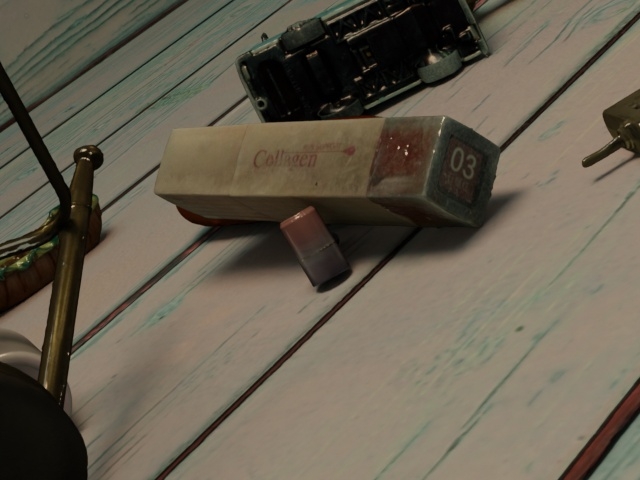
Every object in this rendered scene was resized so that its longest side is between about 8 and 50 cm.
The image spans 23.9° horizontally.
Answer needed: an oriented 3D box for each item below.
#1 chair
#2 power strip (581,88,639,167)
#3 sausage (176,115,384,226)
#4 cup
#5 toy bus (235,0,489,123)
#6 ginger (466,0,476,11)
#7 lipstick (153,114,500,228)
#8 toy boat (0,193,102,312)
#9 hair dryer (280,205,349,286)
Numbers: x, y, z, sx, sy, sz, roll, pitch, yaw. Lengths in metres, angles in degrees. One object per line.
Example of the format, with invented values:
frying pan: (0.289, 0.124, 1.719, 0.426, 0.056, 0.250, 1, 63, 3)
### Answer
chair: (-0.354, 0.032, 1.125, 0.362, 0.364, 0.410, -17, 54, 0)
power strip: (0.320, -0.129, 1.200, 0.268, 0.034, 0.092, -31, 17, -3)
sausage: (-0.039, -0.071, 1.539, 0.348, 0.094, 0.097, -8, 32, 51)
cup: (-0.283, 0.153, 1.338, 0.099, 0.136, 0.133, 9, 2, -23)
toy bus: (0.048, -0.226, 1.780, 0.271, 0.133, 0.165, -25, 12, 9)
ginger: (0.187, -0.313, 1.905, 0.214, 0.059, 0.133, -20, -14, -12)
lipstick: (-0.007, -0.060, 1.359, 0.371, 0.080, 0.076, 2, 73, 48)
toy boat: (-0.383, 0.028, 1.840, 0.293, 0.099, 0.108, -32, 15, -33)
hair dryer: (0.000, 0.000, 1.344, 0.037, 0.063, 0.114, -30, 1, 11)
